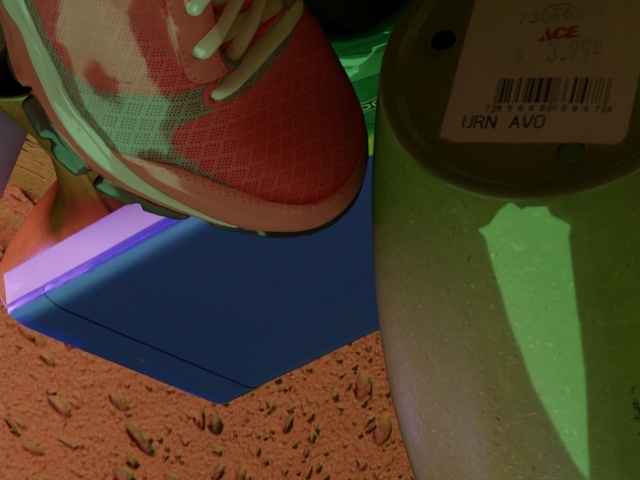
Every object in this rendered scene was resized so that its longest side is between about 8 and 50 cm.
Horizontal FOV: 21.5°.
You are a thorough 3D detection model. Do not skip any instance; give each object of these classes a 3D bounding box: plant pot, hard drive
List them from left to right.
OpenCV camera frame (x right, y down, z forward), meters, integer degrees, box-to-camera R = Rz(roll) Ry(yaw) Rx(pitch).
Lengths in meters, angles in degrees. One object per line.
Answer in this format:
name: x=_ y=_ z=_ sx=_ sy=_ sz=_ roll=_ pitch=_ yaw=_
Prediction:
hard drive: x=0.000 y=0.000 z=1.009 sx=0.318 sy=0.040 sz=0.210 roll=-27 pitch=146 yaw=26
plant pot: x=0.134 y=0.008 z=0.739 sx=0.275 sy=0.275 sz=0.293 roll=18 pitch=156 yaw=30

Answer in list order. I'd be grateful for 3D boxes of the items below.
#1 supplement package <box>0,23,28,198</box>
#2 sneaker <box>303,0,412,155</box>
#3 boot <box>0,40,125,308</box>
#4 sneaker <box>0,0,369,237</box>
supplement package: x=-0.316 y=-0.146 z=1.009 sx=0.262 sy=0.198 sz=0.199 roll=20 pitch=173 yaw=15
sneaker: x=-0.070 y=-0.146 z=0.783 sx=0.295 sy=0.109 sz=0.123 roll=23 pitch=150 yaw=4
boot: x=-0.138 y=-0.059 z=0.996 sx=0.211 sy=0.295 sz=0.104 roll=21 pitch=-141 yaw=-59
sneaker: x=-0.064 y=-0.117 z=0.611 sx=0.136 sy=0.116 sz=0.314 roll=-6 pitch=131 yaw=47
